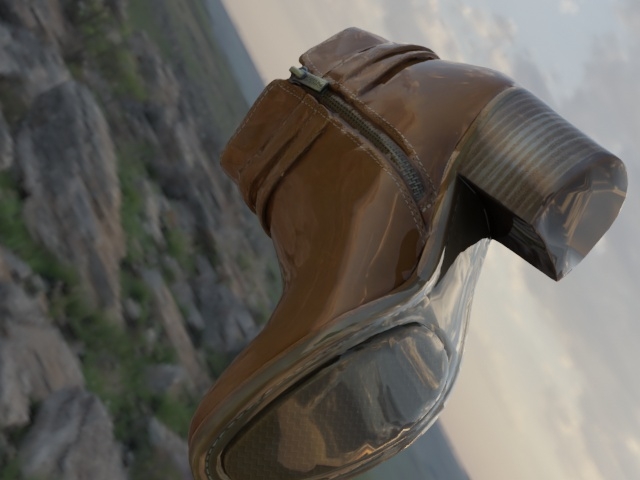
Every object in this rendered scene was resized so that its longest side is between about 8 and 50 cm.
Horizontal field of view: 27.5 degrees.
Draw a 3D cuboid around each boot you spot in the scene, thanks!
[{"bbox_3d":[0.000,0.000,0.501,0.152,0.197,0.073,37,-24,42],"label":"boot"}]
